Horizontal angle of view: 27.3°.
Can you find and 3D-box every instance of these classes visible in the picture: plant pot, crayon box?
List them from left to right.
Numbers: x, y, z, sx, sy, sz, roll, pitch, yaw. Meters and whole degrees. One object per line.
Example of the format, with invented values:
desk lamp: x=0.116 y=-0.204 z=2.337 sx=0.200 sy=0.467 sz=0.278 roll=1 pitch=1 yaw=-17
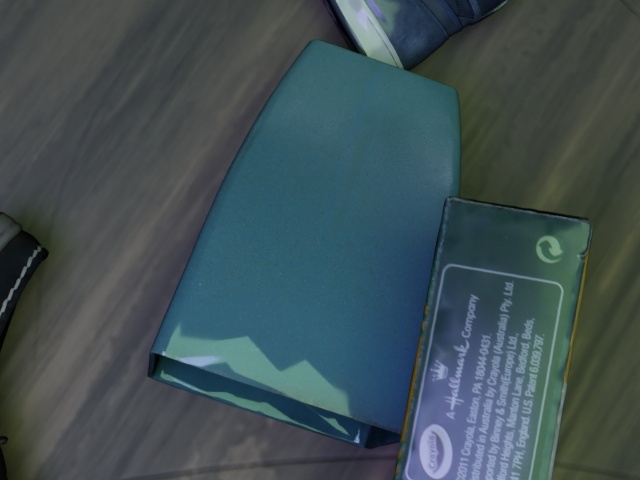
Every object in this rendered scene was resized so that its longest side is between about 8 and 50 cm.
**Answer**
plant pot: x=0.000 y=0.000 z=0.883 sx=0.166 sy=0.165 sz=0.234 roll=18 pitch=77 yaw=-4
crayon box: x=0.109 y=0.102 z=0.816 sx=0.083 sy=0.323 sz=0.203 roll=10 pitch=84 yaw=12

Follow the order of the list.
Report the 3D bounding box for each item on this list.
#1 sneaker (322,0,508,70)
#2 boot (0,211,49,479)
sneaker: x=0.051 y=-0.244 z=0.933 sx=0.163 sy=0.086 sz=0.226 roll=-32 pitch=99 yaw=3
boot: x=-0.196 y=0.201 z=0.856 sx=0.284 sy=0.138 sz=0.377 roll=28 pitch=72 yaw=-9
